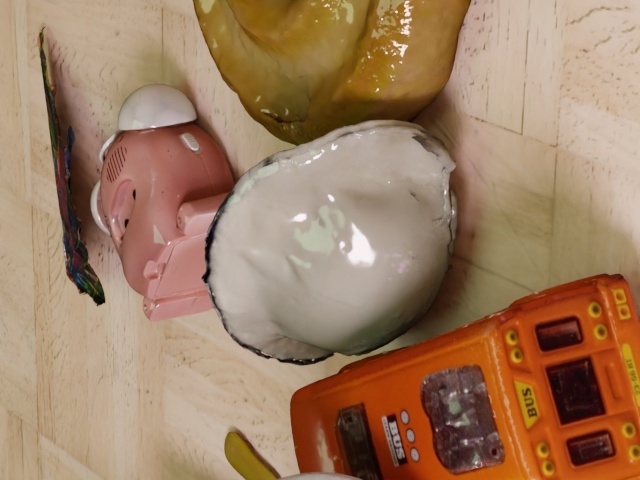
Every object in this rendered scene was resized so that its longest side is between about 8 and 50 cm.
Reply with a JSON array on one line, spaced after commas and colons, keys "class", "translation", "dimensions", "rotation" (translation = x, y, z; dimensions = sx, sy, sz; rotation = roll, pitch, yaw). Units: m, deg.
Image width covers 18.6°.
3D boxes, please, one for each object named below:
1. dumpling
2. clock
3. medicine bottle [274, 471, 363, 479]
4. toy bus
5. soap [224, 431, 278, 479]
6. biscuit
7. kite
[{"class": "dumpling", "translation": [0.000, 0.000, 1.408], "dimensions": [0.142, 0.172, 0.247], "rotation": [-112, 30, -41]}, {"class": "clock", "translation": [-0.140, -0.034, 1.668], "dimensions": [0.162, 0.093, 0.166], "rotation": [58, 142, 31]}, {"class": "medicine bottle", "translation": [0.017, 0.290, 1.312], "dimensions": [0.165, 0.165, 0.273], "rotation": [45, 163, 38]}, {"class": "toy bus", "translation": [0.088, 0.128, 1.336], "dimensions": [0.329, 0.153, 0.143], "rotation": [-25, 78, 57]}, {"class": "soap", "translation": [-0.059, 0.198, 1.691], "dimensions": [0.089, 0.012, 0.034], "rotation": [43, 133, 40]}, {"class": "biscuit", "translation": [-0.006, -0.210, 1.414], "dimensions": [0.296, 0.102, 0.296], "rotation": [18, 113, 52]}, {"class": "kite", "translation": [-0.233, -0.039, 1.828], "dimensions": [0.234, 0.016, 0.321], "rotation": [98, 160, -55]}]
